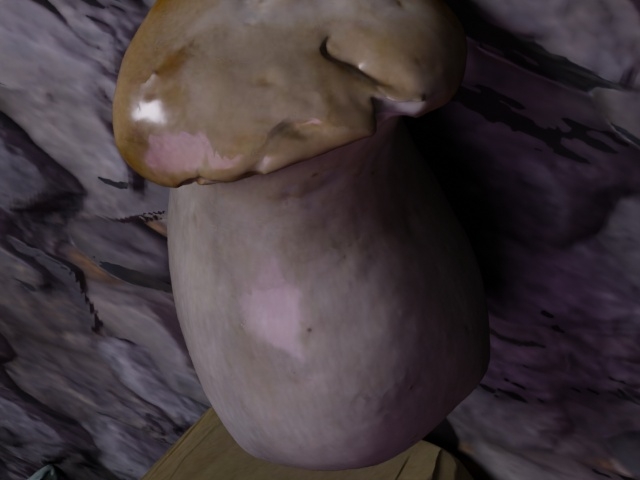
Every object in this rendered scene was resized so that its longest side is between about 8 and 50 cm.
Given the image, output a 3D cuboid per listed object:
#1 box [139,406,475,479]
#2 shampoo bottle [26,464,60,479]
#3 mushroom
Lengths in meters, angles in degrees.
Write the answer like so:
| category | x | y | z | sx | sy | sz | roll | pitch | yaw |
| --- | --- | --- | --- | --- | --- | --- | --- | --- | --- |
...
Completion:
| category | x | y | z | sx | sy | sz | roll | pitch | yaw |
| --- | --- | --- | --- | --- | --- | --- | --- | --- | --- |
| box | -0.008 | 0.130 | 0.783 | 0.177 | 0.111 | 0.111 | 4 | 144 | 37 |
| shampoo bottle | -0.069 | 0.149 | 0.916 | 0.204 | 0.065 | 0.065 | 6 | 146 | 33 |
| mushroom | 0.000 | 0.001 | 0.574 | 0.097 | 0.088 | 0.212 | 10 | 143 | 13 |
